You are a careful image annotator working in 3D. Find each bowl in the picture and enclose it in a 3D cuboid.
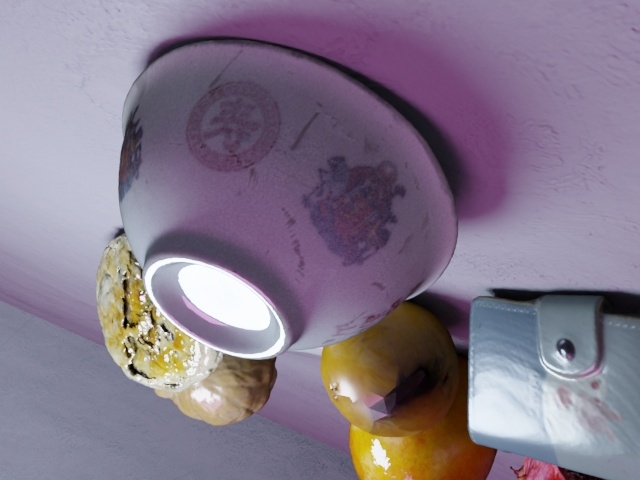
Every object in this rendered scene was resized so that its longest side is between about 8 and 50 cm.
[{"bbox_3d":[-0.079,0.006,0.909,0.435,0.196,0.434,17,143,14],"label":"bowl"}]

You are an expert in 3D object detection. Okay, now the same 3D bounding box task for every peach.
[{"bbox_3d":[0.197,0.372,1.521,0.308,0.332,0.308,15,148,9],"label":"peach"}]

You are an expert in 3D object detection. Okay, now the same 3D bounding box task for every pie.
[{"bbox_3d":[-0.328,0.141,1.545,0.339,0.339,0.077,5,-163,35],"label":"pie"}]

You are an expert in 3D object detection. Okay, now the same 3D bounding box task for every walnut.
[{"bbox_3d":[-0.231,0.256,1.721,0.296,0.285,0.285,54,160,7],"label":"walnut"}]

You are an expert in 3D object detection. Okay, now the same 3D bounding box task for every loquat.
[{"bbox_3d":[0.120,0.212,1.327,0.235,0.235,0.235,18,159,7],"label":"loquat"}]

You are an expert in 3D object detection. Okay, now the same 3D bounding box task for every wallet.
[{"bbox_3d":[0.354,0.199,1.091,0.083,0.252,0.360,-7,-174,-43],"label":"wallet"}]

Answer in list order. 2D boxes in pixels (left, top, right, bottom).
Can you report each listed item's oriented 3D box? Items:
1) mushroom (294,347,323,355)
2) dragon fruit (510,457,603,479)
[{"bbox_3d":[0.002,0.180,1.506,0.270,0.118,0.103,21,145,14],"label":"mushroom"},{"bbox_3d":[0.482,0.491,1.368,0.386,0.249,0.371,42,-156,28],"label":"dragon fruit"}]
